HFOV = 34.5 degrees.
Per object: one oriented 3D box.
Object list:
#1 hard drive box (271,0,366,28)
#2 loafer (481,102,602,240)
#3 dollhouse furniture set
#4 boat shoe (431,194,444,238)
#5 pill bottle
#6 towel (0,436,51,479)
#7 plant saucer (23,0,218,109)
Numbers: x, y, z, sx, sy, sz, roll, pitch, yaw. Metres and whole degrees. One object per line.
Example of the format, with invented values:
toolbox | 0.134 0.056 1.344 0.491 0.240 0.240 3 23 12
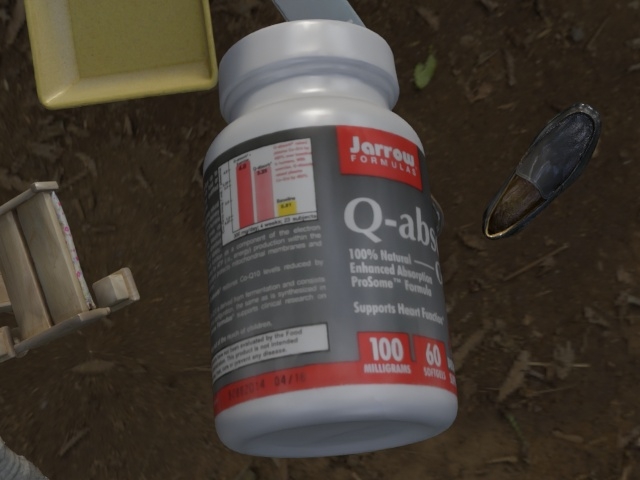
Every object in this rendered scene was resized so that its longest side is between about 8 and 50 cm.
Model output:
hard drive box | -0.005 -0.335 1.541 0.089 0.181 0.232 -36 94 4
loafer | 0.225 -0.064 1.050 0.062 0.061 0.170 36 117 7
dollhouse furniture set | -0.392 -0.008 1.463 0.355 0.174 0.303 -23 83 31
boat shoe | 0.009 -0.071 1.336 0.307 0.104 0.111 16 106 -4
pill bottle | 0.000 0.000 0.935 0.210 0.210 0.363 -1 70 -13
towel | -0.412 0.317 1.050 0.049 0.187 0.282 32 69 34
plant saucer | -0.309 -0.387 1.621 0.333 0.081 0.333 -4 98 23
